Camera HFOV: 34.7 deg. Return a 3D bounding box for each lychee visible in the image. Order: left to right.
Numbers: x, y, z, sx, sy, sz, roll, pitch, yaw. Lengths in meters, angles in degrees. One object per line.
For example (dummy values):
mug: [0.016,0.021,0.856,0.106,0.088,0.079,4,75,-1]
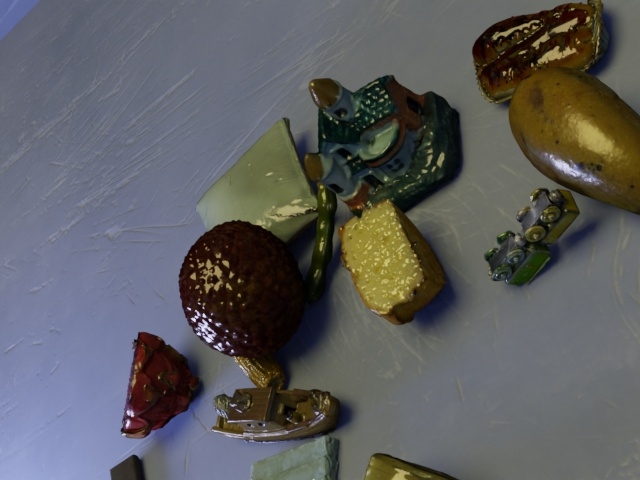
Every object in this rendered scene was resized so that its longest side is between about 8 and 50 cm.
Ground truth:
lychee: [-0.146,0.091,1.943,0.261,0.261,0.260,-25,52,37]

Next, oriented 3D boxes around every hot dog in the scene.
hot dog: [0.376,-0.331,1.780,0.271,0.082,0.162,-14,61,42]

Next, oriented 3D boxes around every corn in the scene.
corn: [-0.133,0.231,2.030,0.068,0.068,0.207,-54,40,10]

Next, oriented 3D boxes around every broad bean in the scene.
broad bean: [0.001,0.001,1.981,0.053,0.052,0.256,8,99,12]

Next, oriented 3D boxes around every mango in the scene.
mango: [0.414,-0.138,1.543,0.329,0.177,0.175,56,140,42]

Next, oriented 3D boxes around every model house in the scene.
model house: [0.075,-0.193,1.874,0.253,0.291,0.184,-27,46,36]

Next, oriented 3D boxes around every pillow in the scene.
pillow: [-0.133,-0.068,2.156,0.312,0.119,0.310,-43,47,21]

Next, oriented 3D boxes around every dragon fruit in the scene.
dragon fruit: [-0.335,0.311,2.171,0.218,0.148,0.223,145,132,-74]

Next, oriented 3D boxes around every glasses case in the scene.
glasses case: [-0.399,0.550,2.163,0.072,0.042,0.190,-37,45,19]

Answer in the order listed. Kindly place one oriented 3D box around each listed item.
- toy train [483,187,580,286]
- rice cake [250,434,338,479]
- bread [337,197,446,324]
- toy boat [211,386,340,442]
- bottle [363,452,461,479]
toy train: [0.332,-0.004,1.605,0.202,0.081,0.060,121,146,-42]
rice cake: [-0.055,0.433,1.854,0.211,0.038,0.124,-23,53,39]
bread: [0.136,0.047,1.783,0.143,0.139,0.229,-40,45,22]
toy boat: [-0.091,0.317,1.897,0.321,0.121,0.089,-13,54,44]
bottle: [0.100,0.509,1.539,0.172,0.172,0.351,12,79,50]
